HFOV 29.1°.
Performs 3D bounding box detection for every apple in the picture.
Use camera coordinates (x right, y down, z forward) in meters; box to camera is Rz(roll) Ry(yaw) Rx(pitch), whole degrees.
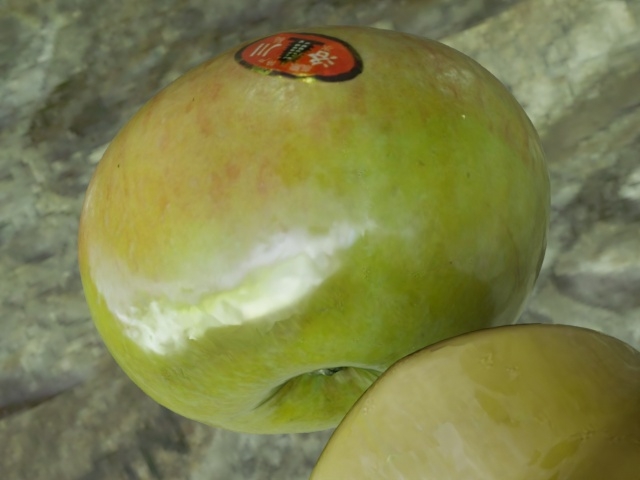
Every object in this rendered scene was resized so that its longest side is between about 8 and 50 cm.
[{"bbox_3d":[0.000,0.000,0.685,0.261,0.193,0.261,-9,155,-4],"label":"apple"}]

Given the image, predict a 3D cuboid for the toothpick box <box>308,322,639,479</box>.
[{"bbox_3d":[0.171,0.266,0.543,0.409,0.425,0.409,-27,153,-15],"label":"toothpick box"}]
